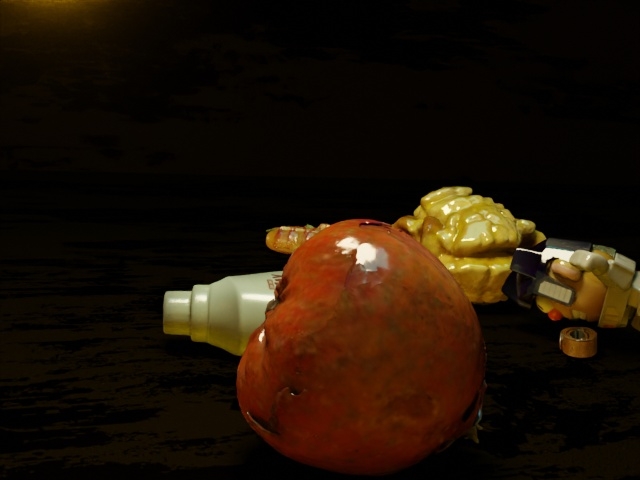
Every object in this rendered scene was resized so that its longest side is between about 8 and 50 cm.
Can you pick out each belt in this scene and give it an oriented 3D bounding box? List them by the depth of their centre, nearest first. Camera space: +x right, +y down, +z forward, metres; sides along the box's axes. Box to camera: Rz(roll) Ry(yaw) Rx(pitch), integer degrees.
[{"bbox_3d":[0.418,0.166,1.385,0.059,0.036,0.083,0,10,15],"label":"belt"}]

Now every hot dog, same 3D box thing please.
[{"bbox_3d":[0.000,0.000,1.966,0.250,0.076,0.104,5,10,16],"label":"hot dog"}]

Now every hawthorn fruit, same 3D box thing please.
[{"bbox_3d":[0.069,0.135,0.934,0.307,0.276,0.276,31,3,-18],"label":"hawthorn fruit"}]

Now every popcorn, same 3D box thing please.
[{"bbox_3d":[0.298,0.019,1.646,0.332,0.225,0.265,15,6,-4],"label":"popcorn"}]

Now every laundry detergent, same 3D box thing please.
[{"bbox_3d":[-0.033,0.110,1.297,0.398,0.124,0.264,1,13,-4],"label":"laundry detergent"}]

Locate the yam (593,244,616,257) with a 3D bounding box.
[{"bbox_3d":[0.538,0.055,1.812,0.194,0.107,0.107,6,11,6],"label":"yam"}]

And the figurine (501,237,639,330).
[{"bbox_3d":[0.459,0.080,1.440,0.308,0.308,0.143,11,54,31],"label":"figurine"}]

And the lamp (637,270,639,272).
[{"bbox_3d":[0.637,0.100,1.646,0.107,0.092,0.107,-21,28,12],"label":"lamp"}]
